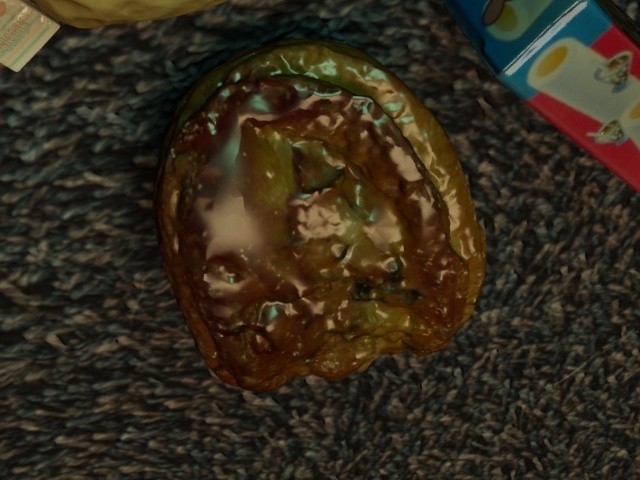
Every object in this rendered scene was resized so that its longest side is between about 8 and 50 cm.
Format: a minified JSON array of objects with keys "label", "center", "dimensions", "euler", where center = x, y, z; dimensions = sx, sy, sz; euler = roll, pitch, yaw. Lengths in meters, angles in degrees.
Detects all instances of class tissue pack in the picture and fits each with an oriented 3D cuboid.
[{"label":"tissue pack","center":[-0.251,-0.171,1.030],"dimensions":[0.056,0.023,0.108],"euler":[-41,136,18]}]

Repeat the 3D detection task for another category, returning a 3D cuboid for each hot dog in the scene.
[{"label":"hot dog","center":[0.000,0.000,1.212],"dimensions":[0.267,0.174,0.387],"euler":[-19,139,-3]}]

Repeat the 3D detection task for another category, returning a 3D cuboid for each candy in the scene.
[{"label":"candy","center":[0.234,-0.147,1.183],"dimensions":[0.100,0.157,0.306],"euler":[-43,135,19]}]

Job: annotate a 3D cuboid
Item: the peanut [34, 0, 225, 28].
[{"label":"peanut","center":[-0.064,-0.246,0.954],"dimensions":[0.313,0.152,0.152],"euler":[-24,139,4]}]
